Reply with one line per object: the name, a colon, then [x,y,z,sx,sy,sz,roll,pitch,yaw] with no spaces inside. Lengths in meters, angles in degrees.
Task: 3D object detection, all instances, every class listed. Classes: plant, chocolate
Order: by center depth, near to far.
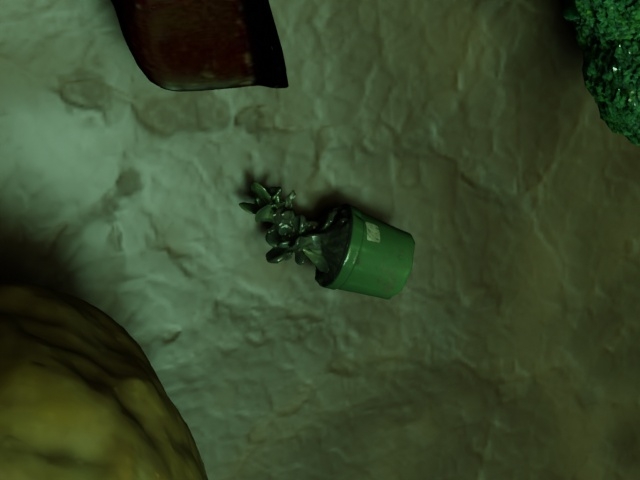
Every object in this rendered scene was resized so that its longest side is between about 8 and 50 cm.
chocolate: [-0.072,-0.129,0.766,0.080,0.125,0.149,-14,114,3]
plant: [0.000,0.000,0.856,0.102,0.051,0.051,19,98,-18]

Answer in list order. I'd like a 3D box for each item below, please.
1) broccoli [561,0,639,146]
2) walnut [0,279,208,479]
broccoli: [0.247,-0.168,0.814,0.269,0.254,0.269,-26,146,-19]
walnut: [-0.183,0.174,0.688,0.306,0.344,0.306,-9,117,-18]
